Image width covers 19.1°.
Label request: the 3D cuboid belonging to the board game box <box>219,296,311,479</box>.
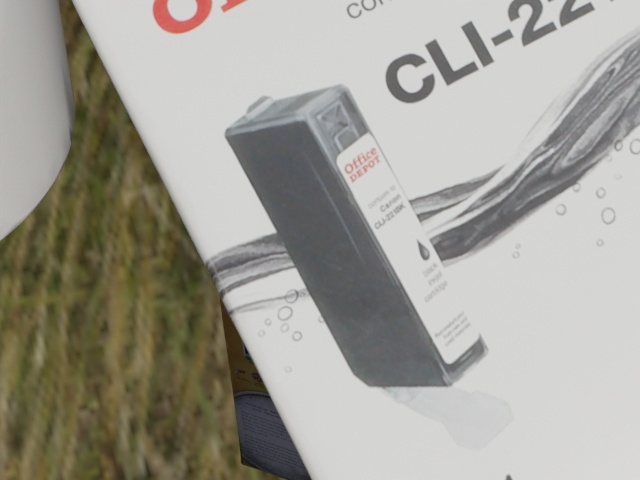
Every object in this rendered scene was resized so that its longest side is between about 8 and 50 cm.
[{"bbox_3d":[0.064,0.100,1.074,0.243,0.042,0.165,17,139,20],"label":"board game box"}]

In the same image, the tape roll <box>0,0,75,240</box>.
[{"bbox_3d":[-0.253,-0.113,0.952,0.246,0.246,0.169,-13,141,-9],"label":"tape roll"}]

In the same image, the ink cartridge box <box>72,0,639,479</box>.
[{"bbox_3d":[0.071,0.001,0.599,0.197,0.273,0.114,-28,167,-1],"label":"ink cartridge box"}]
